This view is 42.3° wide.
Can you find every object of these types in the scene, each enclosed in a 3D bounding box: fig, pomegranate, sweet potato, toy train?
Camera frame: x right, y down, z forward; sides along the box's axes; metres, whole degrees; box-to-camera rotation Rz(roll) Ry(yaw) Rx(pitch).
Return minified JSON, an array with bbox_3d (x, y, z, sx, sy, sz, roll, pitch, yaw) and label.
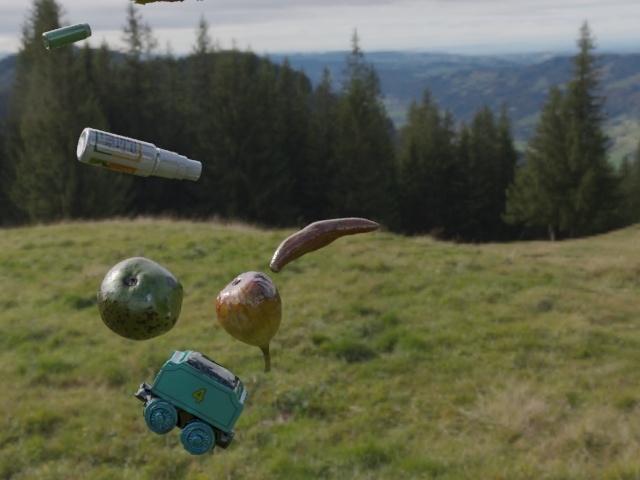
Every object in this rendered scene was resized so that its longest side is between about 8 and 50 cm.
[{"bbox_3d":[-0.156,0.204,1.963,0.159,0.257,0.159,-11,22,4],"label":"fig"},{"bbox_3d":[-0.445,0.160,2.063,0.214,0.214,0.248,-3,-30,-6],"label":"pomegranate"},{"bbox_3d":[-0.003,-0.006,1.718,0.255,0.058,0.078,-21,38,-22],"label":"sweet potato"},{"bbox_3d":[-0.232,0.293,1.509,0.198,0.154,0.107,31,4,-3],"label":"toy train"}]

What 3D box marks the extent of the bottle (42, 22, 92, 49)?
[{"bbox_3d":[-0.449,-0.364,1.469,0.083,0.030,0.030,-26,21,-28],"label":"bottle"}]

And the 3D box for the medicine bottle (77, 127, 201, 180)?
[{"bbox_3d":[-0.329,-0.147,1.502,0.220,0.061,0.092,12,-7,-30],"label":"medicine bottle"}]

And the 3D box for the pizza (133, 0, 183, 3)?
[{"bbox_3d":[-0.310,-0.485,1.578,0.279,0.075,0.287,0,15,31],"label":"pizza"}]
